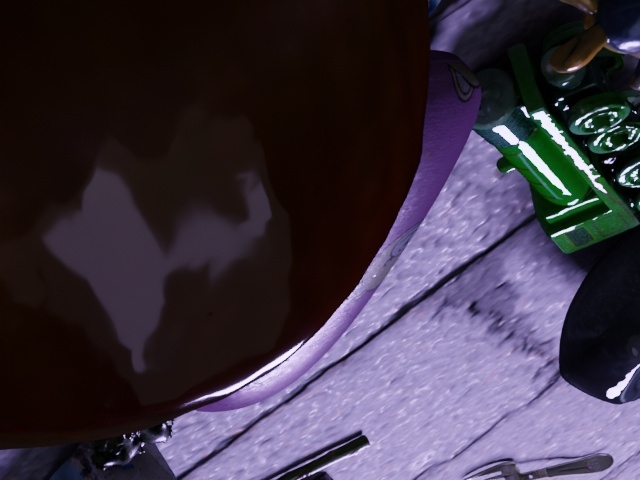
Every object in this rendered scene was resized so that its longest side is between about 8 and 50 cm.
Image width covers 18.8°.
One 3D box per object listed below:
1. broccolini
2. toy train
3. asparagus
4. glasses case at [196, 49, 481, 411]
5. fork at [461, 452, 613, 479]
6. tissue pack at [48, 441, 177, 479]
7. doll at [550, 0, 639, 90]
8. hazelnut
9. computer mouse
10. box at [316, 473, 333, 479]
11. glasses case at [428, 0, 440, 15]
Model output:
[{"bbox_3d":[-0.118,0.082,1.323,0.057,0.071,0.254,12,145,-2],"label":"broccolini"},{"bbox_3d":[0.178,-0.069,1.350,0.119,0.085,0.251,-23,152,18],"label":"toy train"},{"bbox_3d":[-0.030,0.210,1.665,0.163,0.016,0.016,-27,172,-10],"label":"asparagus"},{"bbox_3d":[0.000,0.000,1.270,0.123,0.076,0.316,-13,145,-44],"label":"glasses case"},{"bbox_3d":[0.230,0.237,1.958,0.219,0.034,0.028,-3,150,-43],"label":"fork"},{"bbox_3d":[-0.163,0.192,1.452,0.074,0.059,0.094,-4,143,-45],"label":"tissue pack"},{"bbox_3d":[0.209,-0.147,1.234,0.179,0.102,0.089,-6,-177,-34],"label":"doll"},{"bbox_3d":[-0.123,-0.087,0.771,0.366,0.366,0.366,-24,152,-14],"label":"hazelnut"},{"bbox_3d":[0.322,0.030,1.621,0.374,0.114,0.203,-11,145,-48],"label":"computer mouse"},{"bbox_3d":[0.016,0.272,1.790,0.050,0.041,0.207,-29,153,1],"label":"box"},{"bbox_3d":[-0.037,-0.055,1.137,0.095,0.062,0.272,-1,134,-45],"label":"glasses case"}]
